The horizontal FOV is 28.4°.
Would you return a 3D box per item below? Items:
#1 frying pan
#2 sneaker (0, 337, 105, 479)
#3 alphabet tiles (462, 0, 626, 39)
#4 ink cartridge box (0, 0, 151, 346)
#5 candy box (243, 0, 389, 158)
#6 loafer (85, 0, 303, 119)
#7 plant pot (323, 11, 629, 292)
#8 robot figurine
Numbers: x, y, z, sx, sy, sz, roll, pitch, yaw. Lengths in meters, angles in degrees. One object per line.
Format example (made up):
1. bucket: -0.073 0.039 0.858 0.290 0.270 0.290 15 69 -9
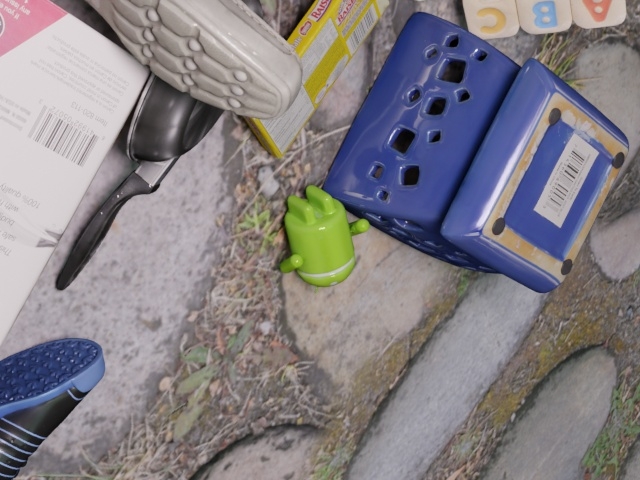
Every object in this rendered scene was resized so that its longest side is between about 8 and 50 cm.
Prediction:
1. frying pan: -0.142 -0.095 1.123 0.326 0.053 0.197 -59 175 -9
2. sneaker: -0.294 0.178 1.163 0.232 0.081 0.090 -30 129 -21
3. alphabet tiles: 0.210 -0.316 1.275 0.278 0.284 0.021 70 22 -45
4. ink cartridge box: -0.300 -0.073 1.016 0.207 0.117 0.283 32 85 -45
5. candy box: -0.003 -0.187 1.270 0.206 0.027 0.105 -55 157 -9
6. loafer: -0.134 -0.217 0.992 0.111 0.319 0.112 -48 174 -28
7. plant pot: 0.184 -0.084 1.377 0.236 0.212 0.236 28 89 -44
8. robot figurine: 0.000 0.000 1.350 0.101 0.067 0.115 -30 126 -24
